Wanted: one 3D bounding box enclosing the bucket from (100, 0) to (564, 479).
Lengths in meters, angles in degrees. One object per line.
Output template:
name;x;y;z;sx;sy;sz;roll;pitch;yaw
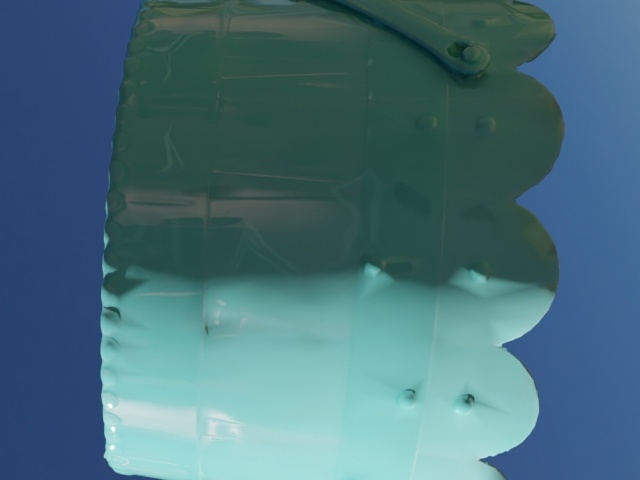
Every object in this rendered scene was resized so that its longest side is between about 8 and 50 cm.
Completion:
bucket;0.000;0.000;0.589;0.281;0.183;0.281;-175;90;-88
